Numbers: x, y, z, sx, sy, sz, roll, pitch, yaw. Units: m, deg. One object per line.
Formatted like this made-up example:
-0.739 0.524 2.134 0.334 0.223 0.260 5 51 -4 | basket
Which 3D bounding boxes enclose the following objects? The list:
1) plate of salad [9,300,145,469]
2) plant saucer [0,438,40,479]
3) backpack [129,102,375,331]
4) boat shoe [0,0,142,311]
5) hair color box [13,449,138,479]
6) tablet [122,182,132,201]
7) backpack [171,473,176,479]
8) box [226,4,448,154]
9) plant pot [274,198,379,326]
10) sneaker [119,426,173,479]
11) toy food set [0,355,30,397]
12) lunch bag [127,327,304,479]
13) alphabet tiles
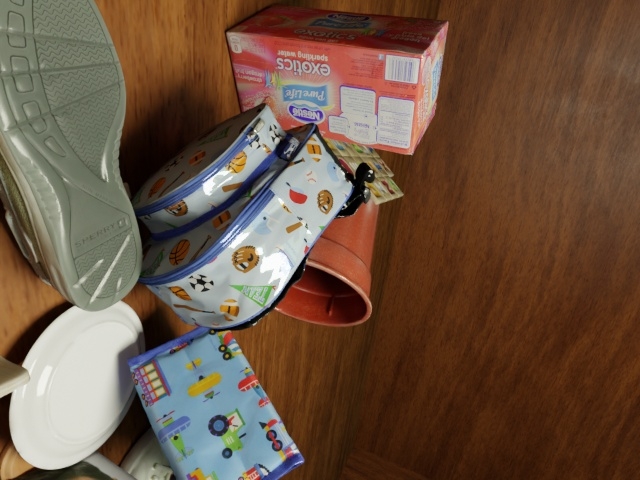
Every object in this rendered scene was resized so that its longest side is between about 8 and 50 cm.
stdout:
-0.290 0.168 0.523 0.200 0.048 0.199 5 90 -74 | plate of salad
-0.336 0.249 0.508 0.083 0.013 0.083 16 90 -71 | plant saucer
-0.111 -0.025 0.545 0.213 0.277 0.263 42 55 -28 | backpack
-0.247 -0.085 0.388 0.118 0.103 0.320 -45 141 -53 | boat shoe
-0.195 0.353 0.393 0.185 0.375 0.113 -1 101 -61 | hair color box
-0.259 -0.031 0.513 0.083 0.006 0.054 -48 148 -51 | tablet
-0.219 0.493 0.850 0.098 0.120 0.101 -41 142 -58 | backpack
0.027 -0.257 0.668 0.154 0.300 0.142 86 28 -43 | box
0.000 0.000 0.896 0.272 0.272 0.265 76 27 -54 | plant pot
-0.272 0.429 0.663 0.106 0.123 0.290 72 37 -54 | sneaker
-0.283 -0.028 0.210 0.220 0.092 0.306 -23 106 -68 | toy food set
-0.164 0.287 0.639 0.138 0.221 0.293 -24 156 -29 | lunch bag
0.066 -0.200 0.923 0.011 0.285 0.342 -40 173 24 | alphabet tiles
